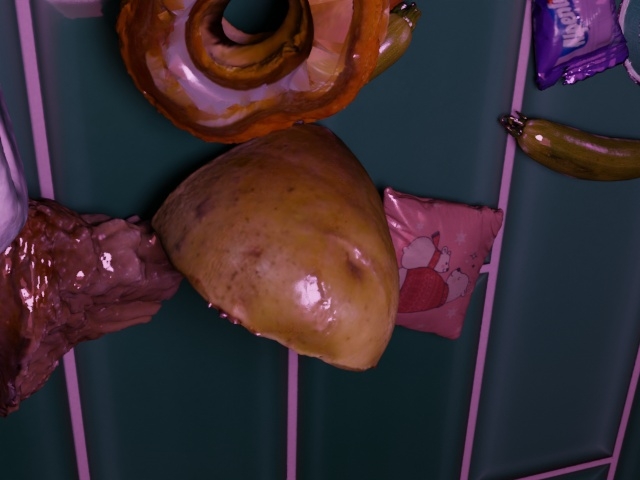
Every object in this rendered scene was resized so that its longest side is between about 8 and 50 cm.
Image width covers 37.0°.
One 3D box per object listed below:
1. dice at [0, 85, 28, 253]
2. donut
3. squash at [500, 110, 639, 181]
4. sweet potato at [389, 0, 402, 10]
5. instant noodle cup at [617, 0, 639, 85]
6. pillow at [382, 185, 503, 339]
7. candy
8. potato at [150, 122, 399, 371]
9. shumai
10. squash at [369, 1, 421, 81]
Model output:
[{"bbox_3d":[-0.488,-0.137,0.919,0.330,0.328,0.348,-18,124,-11],"label":"dice"},{"bbox_3d":[-0.074,-0.253,1.075,0.329,0.160,0.330,-1,128,-2],"label":"donut"},{"bbox_3d":[0.403,-0.130,1.429,0.318,0.071,0.080,6,116,-24],"label":"squash"},{"bbox_3d":[0.159,-0.405,1.144,0.112,0.112,0.359,24,108,-31],"label":"sweet potato"},{"bbox_3d":[0.570,-0.289,1.326,0.251,0.190,0.251,-10,123,-16],"label":"instant noodle cup"},{"bbox_3d":[0.149,0.037,1.422,0.223,0.084,0.236,8,114,-24],"label":"pillow"},{"bbox_3d":[0.343,-0.333,1.287,0.145,0.070,0.275,-20,129,-1],"label":"candy"},{"bbox_3d":[0.000,0.000,1.194,0.330,0.280,0.213,16,112,-41],"label":"potato"},{"bbox_3d":[-0.345,0.048,1.215,0.283,0.217,0.346,-36,156,-40],"label":"shumai"},{"bbox_3d":[0.024,-0.218,1.232,0.258,0.069,0.069,-32,126,-1],"label":"squash"}]
